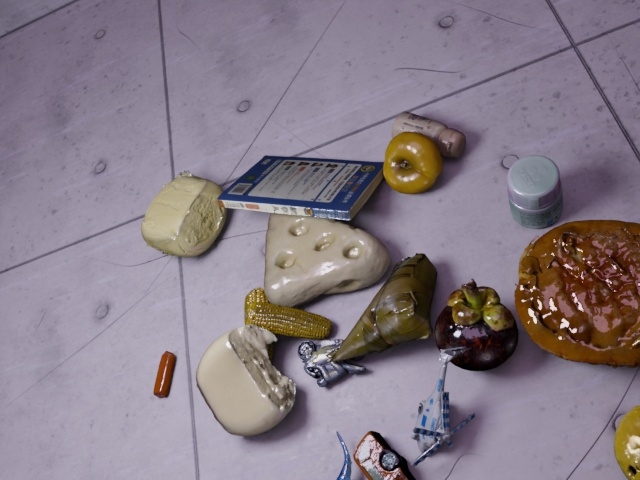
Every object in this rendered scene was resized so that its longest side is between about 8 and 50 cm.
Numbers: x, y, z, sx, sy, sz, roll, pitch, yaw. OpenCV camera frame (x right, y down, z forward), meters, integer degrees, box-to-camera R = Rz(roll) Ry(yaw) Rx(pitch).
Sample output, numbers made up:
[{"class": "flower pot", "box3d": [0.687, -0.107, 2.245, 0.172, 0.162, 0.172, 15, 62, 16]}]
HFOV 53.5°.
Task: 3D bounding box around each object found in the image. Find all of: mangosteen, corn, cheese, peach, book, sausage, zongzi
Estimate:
[{"class": "mangosteen", "box3d": [0.358, 0.192, 1.473, 0.192, 0.217, 0.192, -12, 33, 8]}, {"class": "corn", "box3d": [-0.086, 0.218, 1.689, 0.230, 0.080, 0.080, 13, 66, -4]}, {"class": "cheese", "box3d": [0.000, 0.000, 1.777, 0.350, 0.130, 0.329, -18, 54, 8]}, {"class": "peach", "box3d": [0.256, -0.213, 1.772, 0.179, 0.103, 0.179, 13, 113, 32]}, {"class": "book", "box3d": [-0.050, -0.164, 1.853, 0.427, 0.039, 0.300, 7, 35, 26]}, {"class": "cheese", "box3d": [-0.189, 0.360, 1.621, 0.233, 0.127, 0.266, -39, 77, 18]}, {"class": "sausage", "box3d": [-0.445, 0.380, 1.811, 0.041, 0.039, 0.131, -4, 63, 23]}, {"class": "zongzi", "box3d": [0.158, 0.175, 1.621, 0.289, 0.123, 0.260, -29, 25, 32]}, {"class": "corn", "box3d": [-0.171, 0.236, 1.752, 0.080, 0.080, 0.238, -15, 57, 14]}]

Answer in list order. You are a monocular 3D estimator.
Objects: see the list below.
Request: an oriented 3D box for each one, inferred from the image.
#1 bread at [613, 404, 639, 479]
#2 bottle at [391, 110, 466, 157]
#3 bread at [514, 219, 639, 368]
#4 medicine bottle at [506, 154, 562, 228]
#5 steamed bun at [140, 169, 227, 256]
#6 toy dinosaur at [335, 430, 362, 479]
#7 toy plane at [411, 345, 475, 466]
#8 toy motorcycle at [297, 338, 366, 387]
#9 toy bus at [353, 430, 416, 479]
[{"class": "bread", "box3d": [0.678, 0.419, 1.245, 0.197, 0.170, 0.197, -9, 62, 17]}, {"class": "bottle", "box3d": [0.319, -0.300, 1.829, 0.209, 0.097, 0.110, 25, 32, 30]}, {"class": "bread", "box3d": [0.619, 0.130, 1.409, 0.358, 0.204, 0.337, 5, 63, 21]}, {"class": "medicine bottle", "box3d": [0.537, -0.121, 1.593, 0.135, 0.168, 0.135, -10, 60, 18]}, {"class": "steamed bun", "box3d": [-0.415, -0.072, 1.970, 0.231, 0.166, 0.273, 6, 60, 38]}, {"class": "toy dinosaur", "box3d": [0.067, 0.618, 1.453, 0.144, 0.076, 0.329, 3, 75, 31]}, {"class": "toy plane", "box3d": [0.255, 0.364, 1.434, 0.181, 0.273, 0.107, -19, 22, -24]}, {"class": "toy motorcycle", "box3d": [0.026, 0.317, 1.637, 0.193, 0.061, 0.124, -3, 65, 21]}, {"class": "toy bus", "box3d": [0.220, 0.597, 1.389, 0.092, 0.093, 0.409, -42, 55, 0]}]
